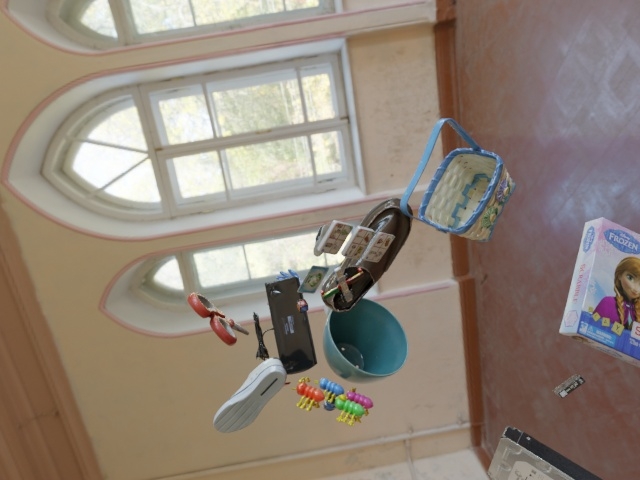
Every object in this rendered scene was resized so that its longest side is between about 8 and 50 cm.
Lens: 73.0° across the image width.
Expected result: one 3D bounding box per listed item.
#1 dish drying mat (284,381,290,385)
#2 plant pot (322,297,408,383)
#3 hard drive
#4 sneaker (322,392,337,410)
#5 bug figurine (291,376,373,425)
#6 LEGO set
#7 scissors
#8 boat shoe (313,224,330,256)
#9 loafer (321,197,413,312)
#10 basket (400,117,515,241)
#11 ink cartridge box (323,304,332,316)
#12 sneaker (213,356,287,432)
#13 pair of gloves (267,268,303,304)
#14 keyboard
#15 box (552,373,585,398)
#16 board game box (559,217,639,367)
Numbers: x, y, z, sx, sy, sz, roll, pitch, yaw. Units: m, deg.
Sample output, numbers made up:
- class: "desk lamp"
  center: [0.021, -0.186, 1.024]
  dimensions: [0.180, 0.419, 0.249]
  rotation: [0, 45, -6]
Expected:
- class: "dish drying mat"
  center: [-0.136, 0.478, 1.412]
  dimensions: [0.032, 0.083, 0.008]
  rotation: [14, -127, -48]
- class: "plant pot"
  center: [0.125, 0.367, 1.475]
  dimensions: [0.195, 0.290, 0.290]
  rotation: [119, 150, -42]
- class: "hard drive"
  center: [0.695, 0.740, 1.306]
  dimensions: [0.338, 0.064, 0.237]
  rotation: [27, 131, 33]
- class: "sneaker"
  center: [0.033, 0.546, 1.440]
  dimensions: [0.058, 0.052, 0.135]
  rotation: [-63, -9, 3]
- class: "bug figurine"
  center: [0.045, 0.465, 1.285]
  dimensions: [0.072, 0.216, 0.279]
  rotation: [-71, -22, -6]
- class: "LEGO set"
  center: [0.036, 0.063, 0.977]
  dimensions: [0.244, 0.182, 0.060]
  rotation: [-61, 42, 22]
- class: "scissors"
  center: [-0.179, 0.144, 0.809]
  dimensions: [0.109, 0.021, 0.297]
  rotation: [46, 172, 5]
- class: "boat shoe"
  center: [0.000, 0.000, 1.600]
  dimensions: [0.038, 0.046, 0.125]
  rotation: [2, 74, 64]
- class: "loafer"
  center: [0.136, 0.057, 1.164]
  dimensions: [0.366, 0.133, 0.130]
  rotation: [-59, 11, 11]
- class: "basket"
  center: [0.351, -0.139, 1.111]
  dimensions: [0.201, 0.288, 0.255]
  rotation: [29, 95, 61]
- class: "ink cartridge box"
  center: [0.074, 0.218, 1.646]
  dimensions: [0.056, 0.099, 0.135]
  rotation: [-121, 38, -66]
- class: "sneaker"
  center: [-0.193, 0.435, 1.217]
  dimensions: [0.094, 0.258, 0.091]
  rotation: [48, -175, -16]
- class: "pair of gloves"
  center: [-0.135, 0.214, 1.702]
  dimensions: [0.023, 0.159, 0.198]
  rotation: [29, -98, -52]
- class: "keyboard"
  center: [-0.136, 0.293, 1.461]
  dimensions: [0.033, 0.201, 0.317]
  rotation: [57, -160, -76]
- class: "box"
  center: [0.725, 0.426, 1.265]
  dimensions: [0.018, 0.083, 0.067]
  rotation: [53, -175, 18]
- class: "board game box"
  center: [0.805, 0.148, 1.111]
  dimensions: [0.066, 0.318, 0.318]
  rotation: [131, 161, -74]
